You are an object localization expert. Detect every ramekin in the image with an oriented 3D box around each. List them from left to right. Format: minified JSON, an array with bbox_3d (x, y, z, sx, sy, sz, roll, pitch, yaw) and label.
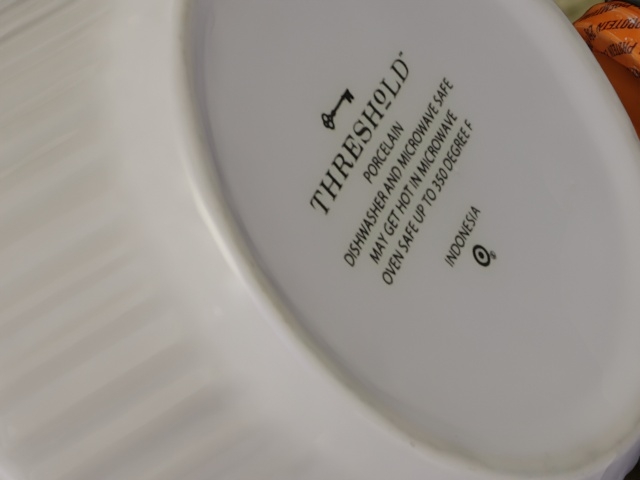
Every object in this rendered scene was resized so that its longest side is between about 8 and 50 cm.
[{"bbox_3d":[0.000,0.000,0.621,0.273,0.127,0.273,23,52,-34],"label":"ramekin"}]

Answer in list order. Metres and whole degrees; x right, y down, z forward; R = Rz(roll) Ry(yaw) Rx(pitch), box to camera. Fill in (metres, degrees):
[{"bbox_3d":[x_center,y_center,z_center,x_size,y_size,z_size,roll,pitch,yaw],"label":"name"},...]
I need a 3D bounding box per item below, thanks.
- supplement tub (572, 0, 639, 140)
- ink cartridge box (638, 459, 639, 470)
[{"bbox_3d":[0.195,-0.095,0.743,0.190,0.117,0.117,-35,96,-12],"label":"supplement tub"},{"bbox_3d":[0.236,0.091,0.793,0.232,0.066,0.189,-6,90,-35],"label":"ink cartridge box"}]
